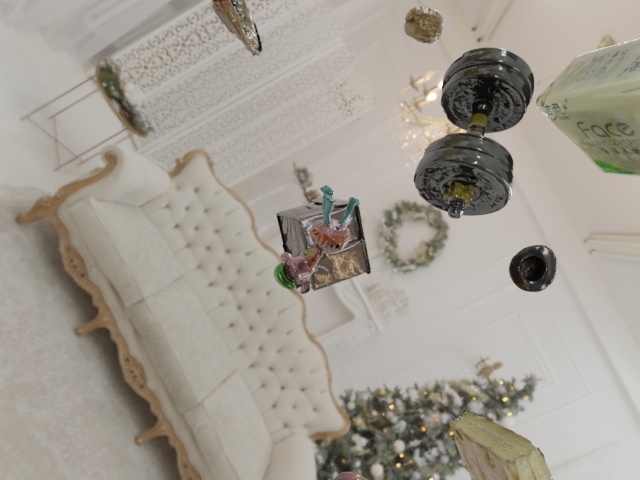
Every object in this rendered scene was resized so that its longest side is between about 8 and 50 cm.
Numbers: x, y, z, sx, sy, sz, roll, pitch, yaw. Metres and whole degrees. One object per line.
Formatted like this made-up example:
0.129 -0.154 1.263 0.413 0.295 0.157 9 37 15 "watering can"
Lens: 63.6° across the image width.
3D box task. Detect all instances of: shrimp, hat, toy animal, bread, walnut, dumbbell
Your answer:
-0.174 -0.438 0.949 0.253 0.058 0.173 38 30 -63 "shrimp"
0.519 0.066 1.265 0.121 0.121 0.050 63 7 2 "hat"
-0.003 0.001 0.934 0.100 0.208 0.103 33 26 11 "toy animal"
0.475 0.585 1.353 0.239 0.111 0.245 13 -48 59 "bread"
0.242 -0.498 1.195 0.082 0.096 0.078 154 -58 -68 "walnut"
0.302 -0.210 1.009 0.185 0.185 0.387 53 51 -50 "dumbbell"

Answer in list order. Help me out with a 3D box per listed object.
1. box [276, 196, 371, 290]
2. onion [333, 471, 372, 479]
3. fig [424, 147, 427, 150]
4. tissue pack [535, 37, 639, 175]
0.000 0.000 1.276 0.252 0.153 0.188 -153 -132 -70 "box"
0.115 0.755 1.495 0.184 0.147 0.183 36 -46 49 "onion"
0.315 -0.198 1.368 0.098 0.082 0.084 48 13 -33 "fig"
0.777 -0.304 1.231 0.332 0.205 0.405 41 0 -13 "tissue pack"
